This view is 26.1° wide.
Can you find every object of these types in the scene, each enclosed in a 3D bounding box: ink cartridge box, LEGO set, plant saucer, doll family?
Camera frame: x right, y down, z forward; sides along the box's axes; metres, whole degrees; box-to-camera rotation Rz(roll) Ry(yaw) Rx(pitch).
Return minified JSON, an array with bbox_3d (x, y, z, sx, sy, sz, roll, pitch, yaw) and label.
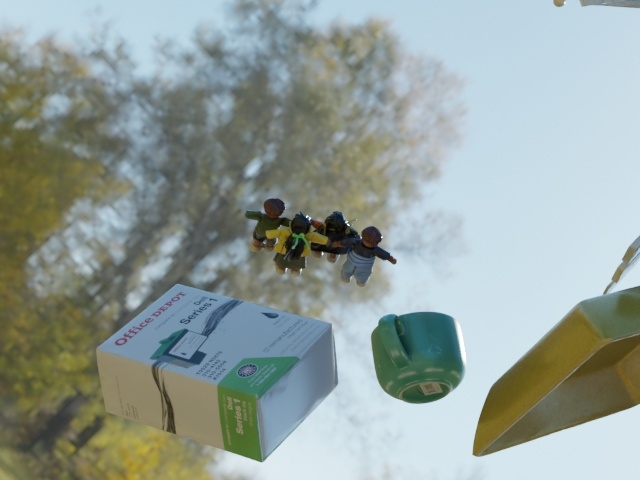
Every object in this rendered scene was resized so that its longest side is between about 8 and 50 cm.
[{"bbox_3d":[-0.115,0.141,1.532,0.219,0.160,0.092,13,-57,28],"label":"ink cartridge box"},{"bbox_3d":[0.481,-0.023,1.832,0.060,0.244,0.182,41,-19,15],"label":"LEGO set"},{"bbox_3d":[0.383,0.148,1.824,0.081,0.332,0.333,64,-36,23],"label":"plant saucer"},{"bbox_3d":[0.000,0.000,1.734,0.111,0.193,0.076,109,-18,-51],"label":"doll family"}]

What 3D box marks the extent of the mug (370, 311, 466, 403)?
[{"bbox_3d":[0.129,0.170,1.947,0.129,0.157,0.097,-46,-137,48],"label":"mug"}]

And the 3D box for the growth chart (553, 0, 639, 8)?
[{"bbox_3d":[0.377,-0.365,1.820,0.021,0.237,0.172,130,-43,-55],"label":"growth chart"}]
